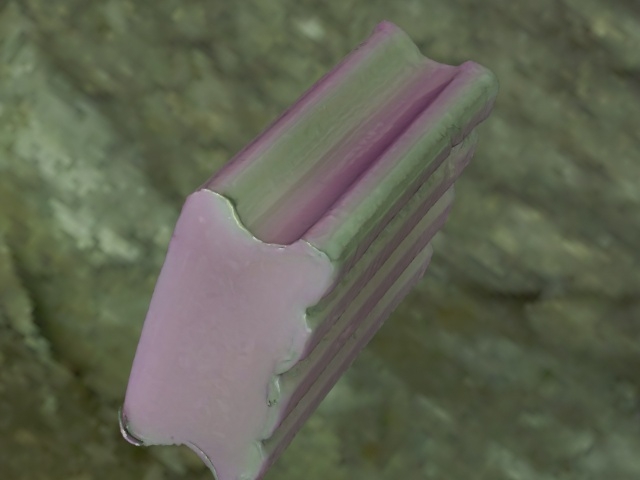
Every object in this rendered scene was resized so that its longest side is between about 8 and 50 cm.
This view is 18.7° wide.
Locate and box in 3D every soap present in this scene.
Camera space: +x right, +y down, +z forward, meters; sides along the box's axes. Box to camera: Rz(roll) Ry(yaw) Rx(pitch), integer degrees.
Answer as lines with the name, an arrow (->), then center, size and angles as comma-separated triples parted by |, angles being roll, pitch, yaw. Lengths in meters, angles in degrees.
soap -> 0.000, 0.000, 0.797 | 0.065, 0.122, 0.203 | 26, 31, 10
